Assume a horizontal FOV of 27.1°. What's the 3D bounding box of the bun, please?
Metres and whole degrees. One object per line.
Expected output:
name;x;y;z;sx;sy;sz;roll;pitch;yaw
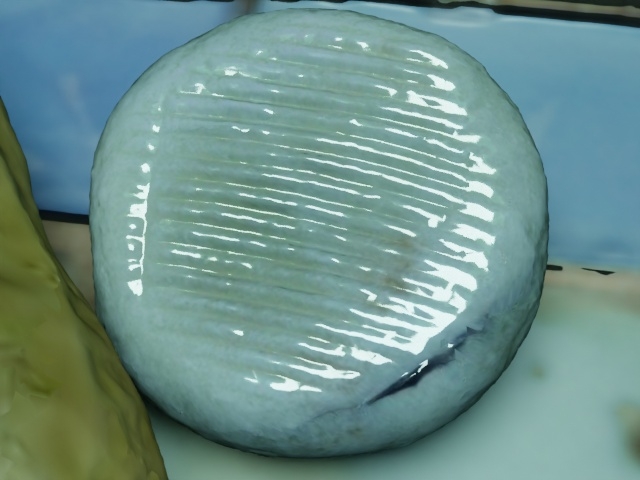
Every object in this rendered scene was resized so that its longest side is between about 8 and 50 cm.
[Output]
bun;0.000;0.000;0.405;0.140;0.083;0.141;-2;73;7

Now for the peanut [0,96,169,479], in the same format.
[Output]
peanut;-0.136;0.010;0.367;0.143;0.159;0.291;-42;76;32
